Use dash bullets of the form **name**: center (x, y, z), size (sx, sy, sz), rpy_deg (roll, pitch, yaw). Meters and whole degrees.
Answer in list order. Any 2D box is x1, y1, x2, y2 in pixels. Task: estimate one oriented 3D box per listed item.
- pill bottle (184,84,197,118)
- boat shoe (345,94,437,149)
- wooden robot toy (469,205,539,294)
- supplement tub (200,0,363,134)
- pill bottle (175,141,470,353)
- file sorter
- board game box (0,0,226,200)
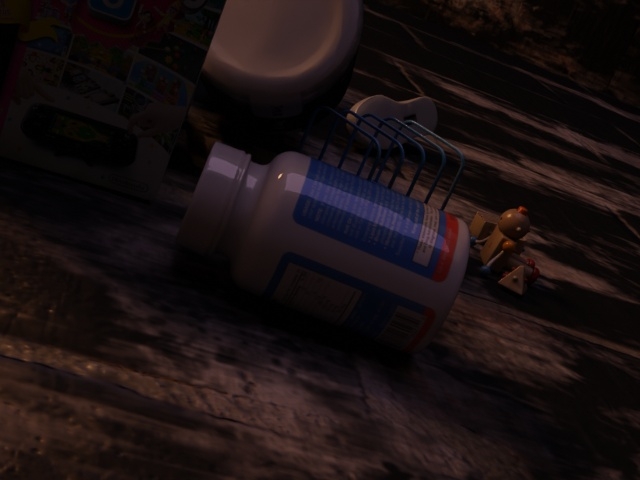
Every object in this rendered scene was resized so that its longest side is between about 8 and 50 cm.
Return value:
- **pill bottle**: center (-0.238, -0.178, 1.016), size (0.214, 0.117, 0.117), rpy_deg (24, 19, 0)
- **boat shoe**: center (0.092, -0.171, 1.464), size (0.070, 0.078, 0.219), rpy_deg (-5, 4, 36)
- **wooden robot toy**: center (0.225, -0.004, 1.157), size (0.076, 0.079, 0.173), rpy_deg (21, 20, -9)
- **supplement tub**: center (-0.053, -0.228, 1.156), size (0.193, 0.194, 0.316), rpy_deg (24, -3, 1)
- **pill bottle**: center (0.000, 0.000, 0.821), size (0.221, 0.124, 0.124), rpy_deg (23, 19, -7)
- **file sorter**: center (0.066, -0.081, 1.137), size (0.170, 0.105, 0.118), rpy_deg (1, 30, -48)
- **board game box**: center (-0.205, -0.213, 0.867), size (0.223, 0.304, 0.097), rpy_deg (16, 19, -19)
